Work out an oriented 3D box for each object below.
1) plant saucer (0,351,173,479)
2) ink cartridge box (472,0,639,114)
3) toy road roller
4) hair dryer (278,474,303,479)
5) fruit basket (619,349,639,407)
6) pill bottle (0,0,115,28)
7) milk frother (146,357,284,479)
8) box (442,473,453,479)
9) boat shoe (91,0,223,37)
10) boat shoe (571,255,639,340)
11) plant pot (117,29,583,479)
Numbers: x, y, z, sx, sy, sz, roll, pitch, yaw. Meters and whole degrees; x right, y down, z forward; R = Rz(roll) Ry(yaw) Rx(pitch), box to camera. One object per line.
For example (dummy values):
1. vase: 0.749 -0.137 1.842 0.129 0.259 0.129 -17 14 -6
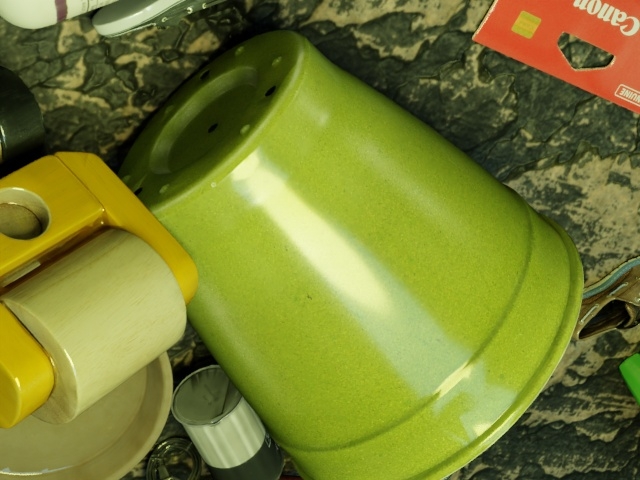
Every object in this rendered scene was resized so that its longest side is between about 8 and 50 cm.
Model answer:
1. plant saucer: -0.290 0.153 1.379 0.277 0.041 0.278 -6 118 -12
2. ink cartridge box: 0.345 -0.275 1.455 0.296 0.066 0.261 17 109 -34
3. toy road roller: -0.291 0.032 1.167 0.202 0.329 0.241 -36 165 -41
4. hair dryer: -0.078 0.321 1.508 0.293 0.223 0.080 -9 98 -37
5. fruit basket: 0.587 0.290 1.738 0.283 0.392 0.392 -43 129 2
6. pill bottle: -0.202 -0.274 1.105 0.301 0.169 0.169 -23 127 -14
7. milk frother: -0.134 0.214 1.467 0.143 0.129 0.135 -33 131 -12
8. box: 0.133 0.199 1.649 0.190 0.045 0.184 32 99 -37
9. boat shoe: -0.141 -0.217 1.249 0.142 0.049 0.040 -28 128 -12
10. boat shoe: 0.378 0.080 1.688 0.183 0.066 0.066 -27 128 -10
11. plant pot: 0.000 0.000 1.297 0.366 0.366 0.353 -44 116 3
